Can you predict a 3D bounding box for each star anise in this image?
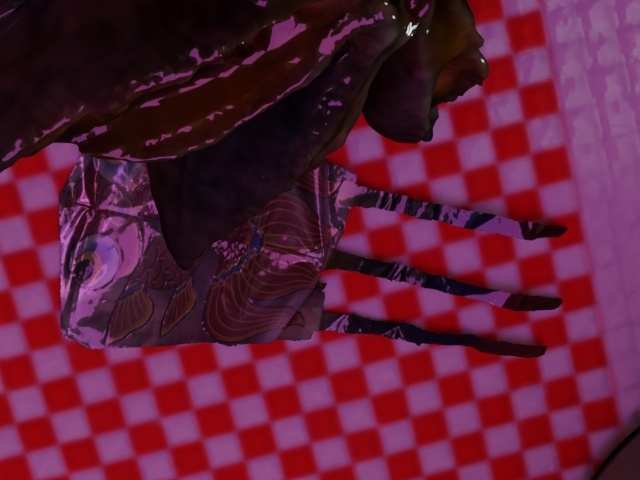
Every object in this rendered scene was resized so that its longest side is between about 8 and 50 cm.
[{"bbox_3d":[0.007,-0.128,0.675,0.332,0.117,0.331,-27,149,-18],"label":"star anise"}]

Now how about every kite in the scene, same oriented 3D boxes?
[{"bbox_3d":[0.000,0.001,0.833,0.229,0.016,0.127,8,112,-10],"label":"kite"}]

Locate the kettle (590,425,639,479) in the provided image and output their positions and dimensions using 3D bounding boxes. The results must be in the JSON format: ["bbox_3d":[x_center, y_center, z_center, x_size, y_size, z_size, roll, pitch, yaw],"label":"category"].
[{"bbox_3d":[0.243,0.167,0.730,0.250,0.376,0.361,1,110,-8],"label":"kettle"}]
